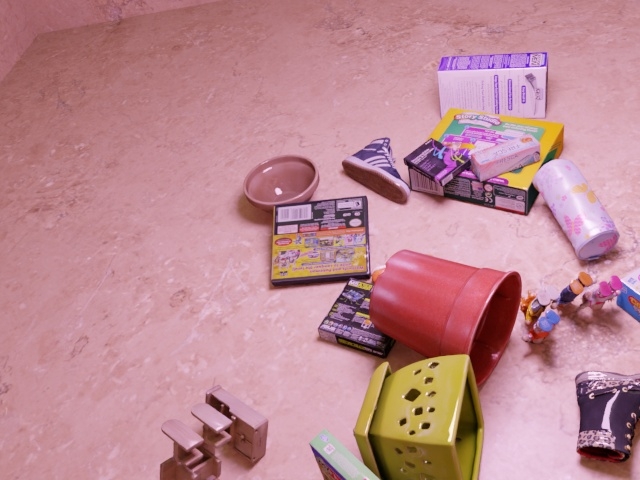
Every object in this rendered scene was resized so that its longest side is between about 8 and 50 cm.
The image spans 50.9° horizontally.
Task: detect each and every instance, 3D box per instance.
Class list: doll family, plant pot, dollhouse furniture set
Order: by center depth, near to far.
[{"bbox_3d":[0.196,0.378,1.328,0.207,0.227,0.228,-3,35,23],"label":"plant pot"},{"bbox_3d":[-0.254,0.434,1.430,0.161,0.212,0.242,24,29,34],"label":"dollhouse furniture set"},{"bbox_3d":[0.269,0.155,1.507,0.265,0.272,0.272,20,53,32],"label":"plant pot"},{"bbox_3d":[0.550,0.135,1.538,0.262,0.163,0.118,-26,67,-7],"label":"doll family"},{"bbox_3d":[-0.112,-0.153,2.078,0.237,0.110,0.237,-9,44,8],"label":"plant pot"}]

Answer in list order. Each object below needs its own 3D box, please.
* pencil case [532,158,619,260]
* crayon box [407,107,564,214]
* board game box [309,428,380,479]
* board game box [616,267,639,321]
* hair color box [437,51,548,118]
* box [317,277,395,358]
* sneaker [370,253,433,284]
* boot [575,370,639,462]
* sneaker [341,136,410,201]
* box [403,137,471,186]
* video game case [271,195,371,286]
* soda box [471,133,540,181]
[{"bbox_3d":[0.649,-0.082,1.724,0.113,0.124,0.273,-1,50,-23],"label":"pencil case"},{"bbox_3d":[0.492,-0.247,1.996,0.362,0.106,0.313,16,51,30],"label":"crayon box"},{"bbox_3d":[0.114,0.507,1.228,0.046,0.214,0.317,-37,45,-21],"label":"board game box"},{"bbox_3d":[0.886,0.132,1.484,0.308,0.086,0.302,-27,43,-13],"label":"board game box"},{"bbox_3d":[0.560,-0.500,2.184,0.338,0.185,0.110,4,44,20],"label":"hair color box"},{"bbox_3d":[0.117,0.191,1.690,0.190,0.045,0.184,13,48,28],"label":"box"},{"bbox_3d":[0.222,0.085,1.772,0.175,0.064,0.067,-21,62,2],"label":"sneaker"},{"bbox_3d":[0.625,0.354,1.332,0.236,0.085,0.179,0,46,26],"label":"boot"},{"bbox_3d":[0.207,-0.226,2.066,0.153,0.099,0.282,-37,43,-19],"label":"sneaker"},{"bbox_3d":[0.332,-0.226,1.921,0.116,0.029,0.162,-37,45,-16],"label":"box"},{"bbox_3d":[0.000,0.000,1.880,0.274,0.035,0.248,-5,62,10],"label":"video game case"},{"bbox_3d":[0.507,-0.228,1.844,0.183,0.063,0.058,-19,44,-4],"label":"soda box"}]
